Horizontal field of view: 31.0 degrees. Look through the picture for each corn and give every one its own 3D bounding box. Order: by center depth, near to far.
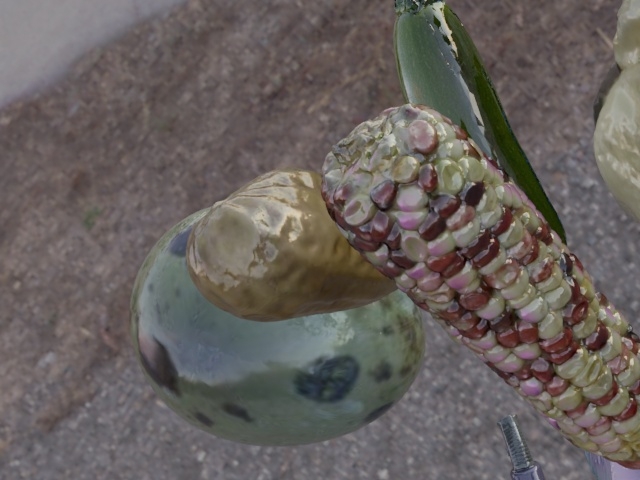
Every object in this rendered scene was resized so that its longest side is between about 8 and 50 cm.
[{"bbox_3d":[0.108,0.035,0.663,0.092,0.280,0.092,-38,20,16],"label":"corn"}]

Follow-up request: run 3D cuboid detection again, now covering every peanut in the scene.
[{"bbox_3d":[0.000,0.000,0.826,0.095,0.226,0.108,-24,75,42],"label":"peanut"}]

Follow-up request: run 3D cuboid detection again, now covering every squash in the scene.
[{"bbox_3d":[0.131,-0.107,1.050,0.087,0.332,0.087,-24,2,1],"label":"squash"}]

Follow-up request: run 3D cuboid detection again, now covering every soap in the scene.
[{"bbox_3d":[0.337,0.226,1.316,0.056,0.100,0.149,-4,6,0],"label":"soap"}]

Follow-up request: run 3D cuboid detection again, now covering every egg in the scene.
[{"bbox_3d":[-0.062,0.117,1.611,0.428,0.345,0.345,14,66,28],"label":"egg"}]

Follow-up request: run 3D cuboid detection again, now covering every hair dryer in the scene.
[{"bbox_3d":[0.337,0.417,1.681,0.121,0.361,0.301,-19,3,8],"label":"hair dryer"}]

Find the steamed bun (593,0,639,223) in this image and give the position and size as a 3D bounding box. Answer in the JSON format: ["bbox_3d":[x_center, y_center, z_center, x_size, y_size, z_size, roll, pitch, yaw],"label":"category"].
[{"bbox_3d":[0.419,-0.142,1.099,0.230,0.372,0.325,-20,42,-20],"label":"steamed bun"}]
